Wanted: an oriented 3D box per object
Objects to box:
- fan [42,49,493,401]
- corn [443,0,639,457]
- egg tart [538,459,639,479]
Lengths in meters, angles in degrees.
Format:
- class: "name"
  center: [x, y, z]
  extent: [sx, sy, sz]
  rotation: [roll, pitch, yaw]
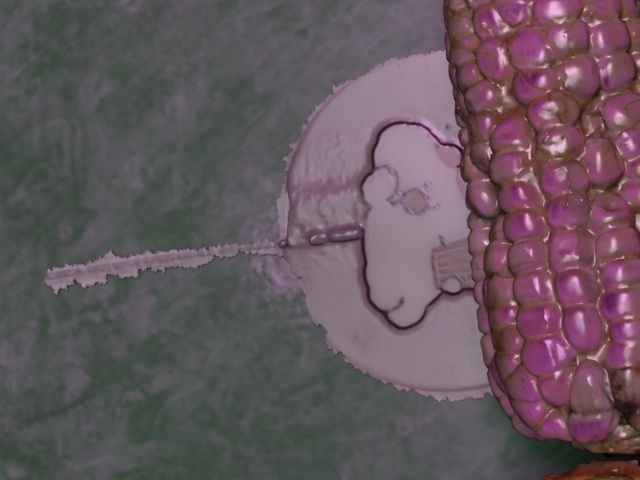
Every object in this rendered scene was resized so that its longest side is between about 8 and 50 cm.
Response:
- class: "fan"
  center: [0.000, 0.000, 0.996]
  extent: [0.329, 0.009, 0.190]
  rotation: [-6, 92, 13]
- class: "corn"
  center: [0.119, -0.058, 0.910]
  extent: [0.127, 0.126, 0.335]
  rotation: [-12, 86, 13]
- class: "egg tart"
  center: [0.164, 0.247, 0.875]
  extent: [0.288, 0.118, 0.288]
  rotation: [16, 115, 38]
